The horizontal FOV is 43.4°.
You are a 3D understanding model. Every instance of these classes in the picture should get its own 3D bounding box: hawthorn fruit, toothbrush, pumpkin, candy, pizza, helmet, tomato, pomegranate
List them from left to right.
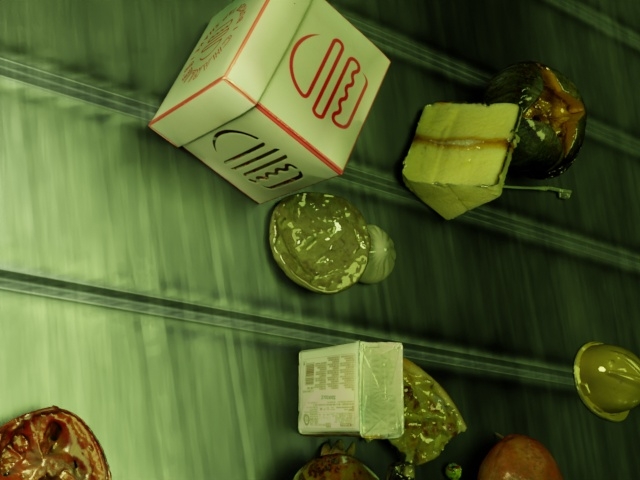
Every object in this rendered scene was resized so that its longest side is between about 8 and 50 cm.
[{"bbox_3d":[-0.461,0.393,1.327,0.228,0.101,0.227,16,62,-34],"label":"tomato"},{"bbox_3d":[0.043,0.505,1.597,0.246,0.198,0.198,-35,100,-54],"label":"pomegranate"},{"bbox_3d":[0.203,0.388,1.793,0.323,0.089,0.223,42,56,-19],"label":"pizza"},{"bbox_3d":[0.310,0.575,1.860,0.035,0.035,0.122,-7,93,-47],"label":"candy"},{"bbox_3d":[0.457,0.553,1.871,0.211,0.210,0.262,23,43,-29],"label":"hawthorn fruit"},{"bbox_3d":[0.562,-0.325,2.134,0.321,0.192,0.320,7,77,-31],"label":"pumpkin"},{"bbox_3d":[0.593,-0.142,2.216,0.294,0.026,0.028,6,91,-34],"label":"toothbrush"},{"bbox_3d":[0.820,0.380,2.189,0.257,0.140,0.205,37,61,-19],"label":"helmet"}]

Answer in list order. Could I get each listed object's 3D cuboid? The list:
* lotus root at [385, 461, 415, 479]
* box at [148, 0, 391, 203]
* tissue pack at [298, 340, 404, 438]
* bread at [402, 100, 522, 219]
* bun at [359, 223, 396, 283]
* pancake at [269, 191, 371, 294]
[{"bbox_3d":[0.158,0.612,1.648,0.183,0.183,0.309,13,72,-32],"label":"lotus root"},{"bbox_3d":[-0.097,-0.296,1.601,0.300,0.314,0.312,36,61,-26],"label":"box"},{"bbox_3d":[0.060,0.305,1.624,0.124,0.225,0.184,7,75,-32],"label":"tissue pack"},{"bbox_3d":[0.346,-0.224,1.933,0.198,0.236,0.263,32,63,-25],"label":"bread"},{"bbox_3d":[0.121,0.028,1.812,0.138,0.094,0.138,7,79,-35],"label":"bun"},{"bbox_3d":[0.000,0.000,1.742,0.242,0.050,0.241,6,71,-18],"label":"pancake"}]
